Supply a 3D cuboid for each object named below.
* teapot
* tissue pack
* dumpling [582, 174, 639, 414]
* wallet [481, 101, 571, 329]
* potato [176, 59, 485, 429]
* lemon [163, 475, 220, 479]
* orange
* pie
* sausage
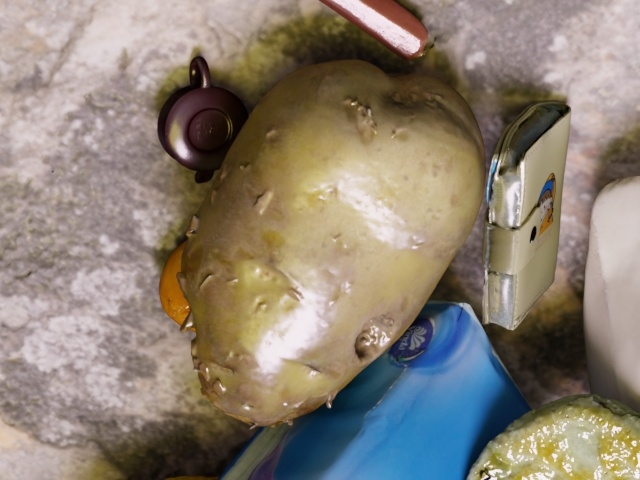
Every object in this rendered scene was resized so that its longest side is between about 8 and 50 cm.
[{"bbox_3d":[-0.092,-0.091,1.347,0.067,0.045,0.100,-7,104,-22],"label":"teapot"},{"bbox_3d":[0.047,0.204,1.377,0.146,0.263,0.198,0,131,51],"label":"tissue pack"},{"bbox_3d":[0.318,0.122,1.340,0.181,0.260,0.341,-6,110,-27],"label":"dumpling"},{"bbox_3d":[0.154,-0.018,1.353,0.039,0.110,0.155,14,122,23],"label":"wallet"},{"bbox_3d":[0.000,0.000,1.317,0.191,0.141,0.296,28,91,-16],"label":"potato"},{"bbox_3d":[-0.089,0.306,1.487,0.204,0.204,0.260,-31,128,18],"label":"lemon"},{"bbox_3d":[-0.088,0.036,1.405,0.083,0.070,0.083,3,123,4],"label":"orange"},{"bbox_3d":[0.198,0.206,1.304,0.186,0.041,0.187,0,90,20],"label":"pie"},{"bbox_3d":[0.020,-0.180,1.298,0.147,0.035,0.030,31,148,-18],"label":"sausage"}]
